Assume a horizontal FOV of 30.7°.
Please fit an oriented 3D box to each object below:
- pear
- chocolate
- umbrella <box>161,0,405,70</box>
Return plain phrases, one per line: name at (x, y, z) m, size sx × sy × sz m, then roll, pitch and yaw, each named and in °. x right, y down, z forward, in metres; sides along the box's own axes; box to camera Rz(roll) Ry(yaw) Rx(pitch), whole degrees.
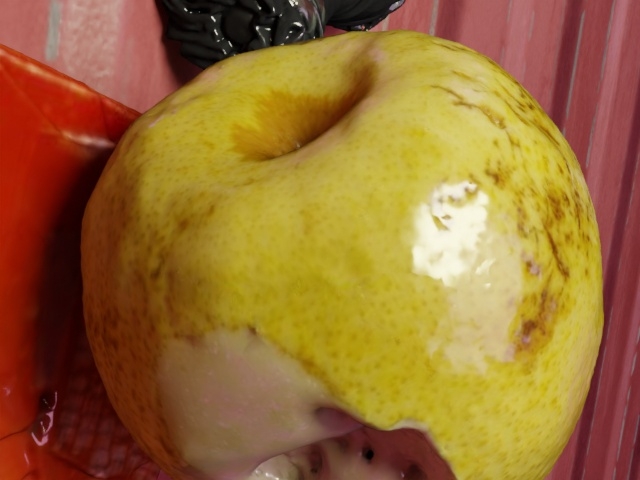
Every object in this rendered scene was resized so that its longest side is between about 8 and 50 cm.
pear at (0.016, 0.031, 0.587) m, size 0.271 × 0.271 × 0.271 m, roll -28°, pitch 124°, yaw -52°
chocolate at (-0.168, 0.030, 0.634) m, size 0.235 × 0.108 × 0.237 m, roll 20°, pitch 84°, yaw -60°
umbrella at (0.005, -0.191, 0.837) m, size 0.272 × 0.110 × 0.122 m, roll -36°, pitch 130°, yaw -47°
